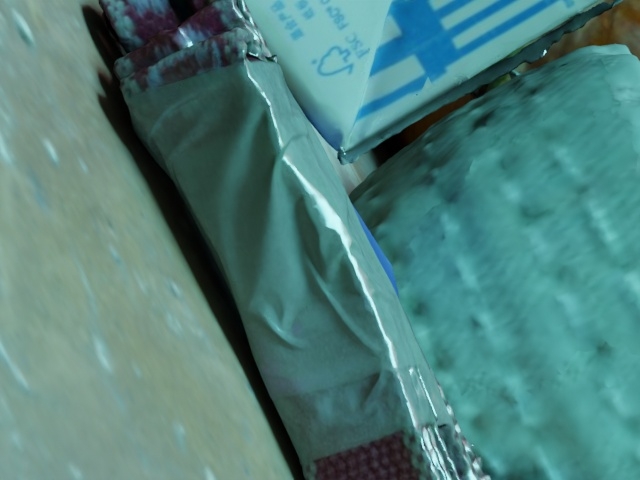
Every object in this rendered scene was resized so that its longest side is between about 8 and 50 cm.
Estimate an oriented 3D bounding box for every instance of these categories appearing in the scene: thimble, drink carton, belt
[{"bbox_3d":[0.123,0.027,0.792,0.205,0.172,0.250,51,18,-39],"label":"thimble"},{"bbox_3d":[0.014,-0.211,0.728,0.132,0.194,0.324,54,9,-44],"label":"drink carton"},{"bbox_3d":[-0.005,0.014,0.561,0.232,0.053,0.071,64,13,6],"label":"belt"}]

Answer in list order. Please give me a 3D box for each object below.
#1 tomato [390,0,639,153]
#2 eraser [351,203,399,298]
[{"bbox_3d":[0.184,-0.120,1.031,0.321,0.321,0.321,58,12,-21],"label":"tomato"},{"bbox_3d":[0.000,0.000,0.675,0.084,0.027,0.063,58,13,-26],"label":"eraser"}]
